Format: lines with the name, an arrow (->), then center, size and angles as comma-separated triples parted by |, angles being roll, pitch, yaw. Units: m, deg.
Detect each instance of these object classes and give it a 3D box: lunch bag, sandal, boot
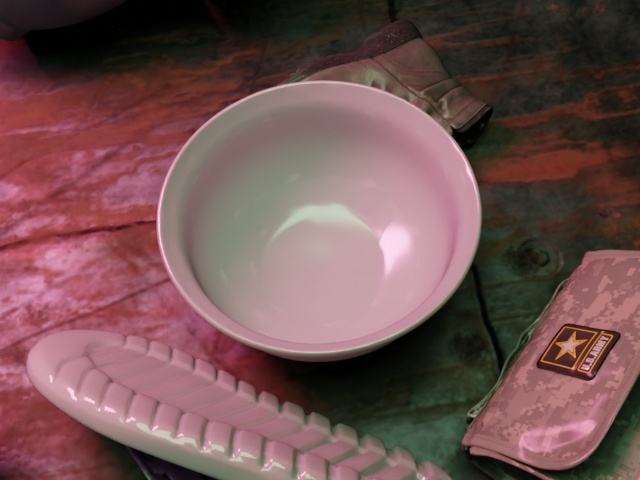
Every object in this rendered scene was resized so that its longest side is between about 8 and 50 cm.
lunch bag -> 0.291, 0.151, 0.849 | 0.287, 0.169, 0.235 | 28, 68, 25
sandal -> -0.082, 0.193, 0.864 | 0.416, 0.169, 0.102 | 21, 103, 13
boot -> 0.055, -0.127, 1.065 | 0.246, 0.083, 0.161 | -32, 70, -14

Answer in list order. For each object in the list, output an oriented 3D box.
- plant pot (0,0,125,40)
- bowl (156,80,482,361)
plant pot -> -0.341, -0.352, 1.110 | 0.196, 0.293, 0.293 | -40, 64, 9
bowl -> 0.000, 0.000, 0.959 | 0.298, 0.134, 0.298 | -1, 61, 1
